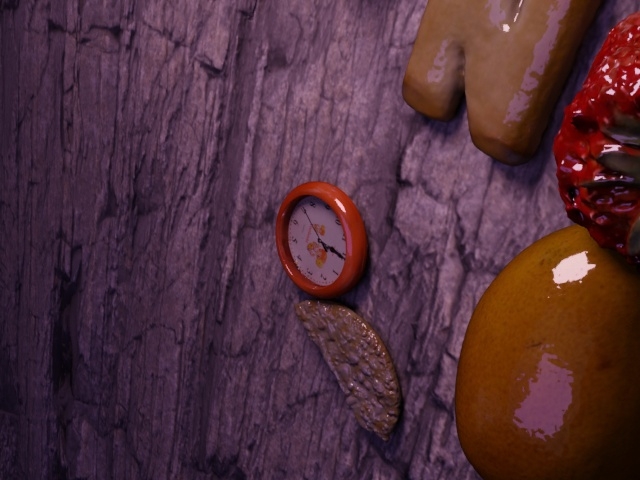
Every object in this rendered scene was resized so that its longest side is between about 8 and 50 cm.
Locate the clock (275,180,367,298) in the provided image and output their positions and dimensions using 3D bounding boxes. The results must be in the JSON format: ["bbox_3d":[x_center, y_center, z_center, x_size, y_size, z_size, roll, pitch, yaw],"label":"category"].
[{"bbox_3d":[0.000,0.000,1.358,0.205,0.051,0.205,13,109,43],"label":"clock"}]

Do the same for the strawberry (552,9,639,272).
[{"bbox_3d":[0.384,-0.112,0.829,0.261,0.257,0.261,15,125,23],"label":"strawberry"}]

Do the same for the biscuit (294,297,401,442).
[{"bbox_3d":[0.065,0.204,1.358,0.141,0.038,0.289,-44,71,43],"label":"biscuit"}]

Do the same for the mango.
[{"bbox_3d":[0.302,0.153,0.973,0.264,0.221,0.377,29,110,40],"label":"mango"}]

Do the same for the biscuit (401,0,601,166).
[{"bbox_3d":[0.228,-0.267,1.039,0.237,0.062,0.290,40,126,32],"label":"biscuit"}]
